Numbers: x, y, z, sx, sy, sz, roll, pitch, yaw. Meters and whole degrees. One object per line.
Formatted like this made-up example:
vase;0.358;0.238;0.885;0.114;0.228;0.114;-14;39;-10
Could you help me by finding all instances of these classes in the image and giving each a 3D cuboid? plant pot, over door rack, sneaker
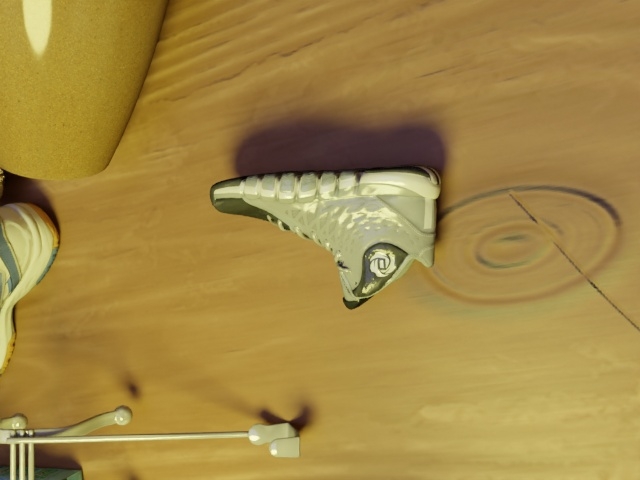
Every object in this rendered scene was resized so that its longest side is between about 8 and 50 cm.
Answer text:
plant pot;-0.264;-0.197;0.744;0.237;0.237;0.254;21;117;22
over door rack;-0.179;0.305;0.794;0.324;0.108;0.240;1;94;4
sneaker;-0.426;0.081;0.884;0.112;0.131;0.296;34;109;16
sneaker;0.000;0.000;0.704;0.228;0.086;0.132;-1;97;24

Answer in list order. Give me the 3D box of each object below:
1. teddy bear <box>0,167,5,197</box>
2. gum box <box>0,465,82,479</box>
teddy bear;-0.492;-0.155;0.902;0.338;0.113;0.245;43;108;15
gum box;-0.367;0.362;0.932;0.184;0.041;0.157;-6;93;24
